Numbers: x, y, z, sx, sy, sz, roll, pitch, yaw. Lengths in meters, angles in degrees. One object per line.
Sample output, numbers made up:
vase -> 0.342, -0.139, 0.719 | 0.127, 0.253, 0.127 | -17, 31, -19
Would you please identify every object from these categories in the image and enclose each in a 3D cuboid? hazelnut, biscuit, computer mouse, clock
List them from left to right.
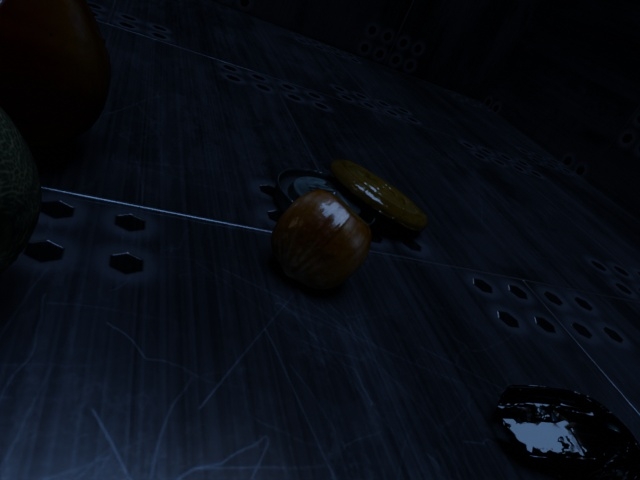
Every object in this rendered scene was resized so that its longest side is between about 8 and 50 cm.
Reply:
hazelnut -> -0.490, -0.304, 0.731 | 0.366, 0.365, 0.365 | 19, 29, -11
hazelnut -> 0.000, 0.000, 0.801 | 0.150, 0.150, 0.150 | 19, 29, -11
clock -> 0.007, -0.075, 1.023 | 0.215, 0.041, 0.215 | 19, 29, -11
biscuit -> 0.133, -0.107, 1.122 | 0.262, 0.037, 0.262 | 31, 17, -11
computer mouse -> 0.352, 0.265, 0.693 | 0.242, 0.077, 0.146 | 19, 27, -12

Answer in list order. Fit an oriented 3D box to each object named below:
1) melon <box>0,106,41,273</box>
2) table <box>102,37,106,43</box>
melon -> -0.426, -0.069, 0.473 | 0.302, 0.237, 0.237 | 26, 29, 7
table -> -0.565, -0.448, 1.167 | 0.083, 0.070, 0.082 | 27, 28, 1
